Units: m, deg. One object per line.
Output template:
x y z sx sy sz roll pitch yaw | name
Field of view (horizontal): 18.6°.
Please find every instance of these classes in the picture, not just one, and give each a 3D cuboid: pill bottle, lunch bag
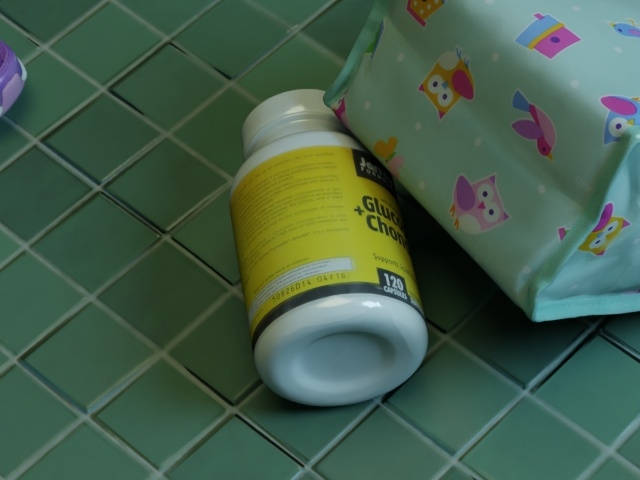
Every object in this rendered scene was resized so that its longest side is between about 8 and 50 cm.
0.000 0.000 1.174 0.103 0.103 0.184 -9 52 -2 | pill bottle
0.171 -0.069 1.176 0.262 0.160 0.223 -2 39 -45 | lunch bag

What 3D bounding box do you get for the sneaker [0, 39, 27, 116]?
-0.307 -0.150 1.316 0.236 0.104 0.095 25 57 21 | sneaker
